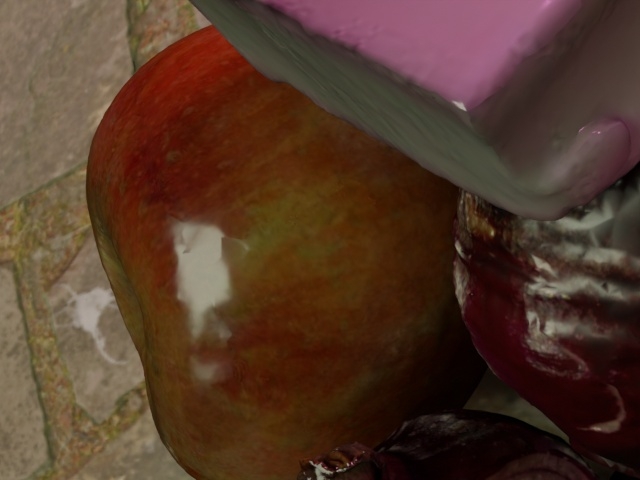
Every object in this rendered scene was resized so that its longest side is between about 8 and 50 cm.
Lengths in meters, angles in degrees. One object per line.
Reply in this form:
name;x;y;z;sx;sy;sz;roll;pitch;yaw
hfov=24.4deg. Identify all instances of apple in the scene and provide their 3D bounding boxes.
apple;0.000;0.000;0.926;0.302;0.302;0.301;8;101;47

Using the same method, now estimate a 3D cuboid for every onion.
onion;0.047;0.166;0.783;0.140;0.218;0.195;14;68;54
onion;0.168;0.014;0.766;0.216;0.207;0.206;30;114;48

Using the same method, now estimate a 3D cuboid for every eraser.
eraser;0.121;-0.205;0.703;0.359;0.122;0.272;-51;46;-6

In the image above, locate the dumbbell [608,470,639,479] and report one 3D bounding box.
dumbbell;0.204;0.164;0.865;0.083;0.040;0.036;45;156;35
